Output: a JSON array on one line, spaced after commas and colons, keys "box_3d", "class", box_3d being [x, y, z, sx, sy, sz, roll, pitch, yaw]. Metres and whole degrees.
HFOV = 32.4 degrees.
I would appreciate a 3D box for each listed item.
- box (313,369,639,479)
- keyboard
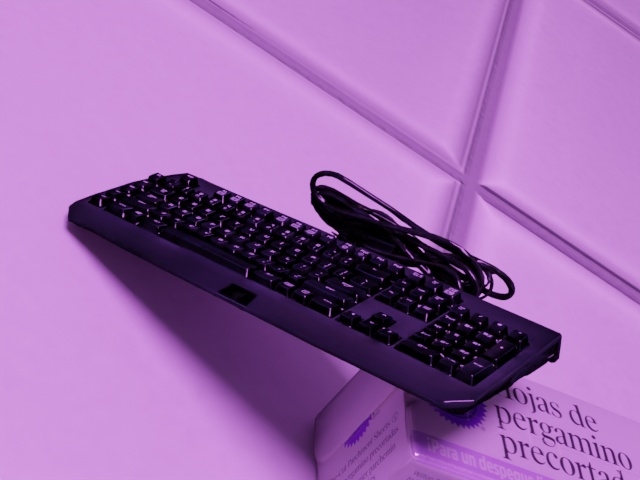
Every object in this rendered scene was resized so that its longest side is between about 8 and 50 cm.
[{"box_3d": [0.152, 0.128, 0.457, 0.324, 0.067, 0.063, 22, 37, -20], "class": "box"}, {"box_3d": [0.000, 0.000, 0.421, 0.192, 0.038, 0.100, 24, 25, 30], "class": "keyboard"}]
